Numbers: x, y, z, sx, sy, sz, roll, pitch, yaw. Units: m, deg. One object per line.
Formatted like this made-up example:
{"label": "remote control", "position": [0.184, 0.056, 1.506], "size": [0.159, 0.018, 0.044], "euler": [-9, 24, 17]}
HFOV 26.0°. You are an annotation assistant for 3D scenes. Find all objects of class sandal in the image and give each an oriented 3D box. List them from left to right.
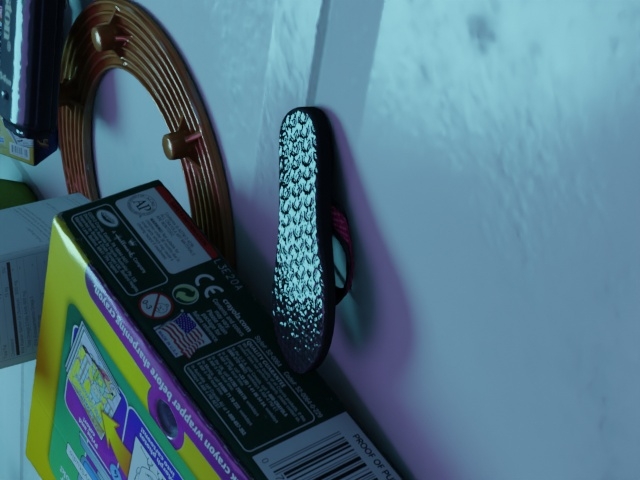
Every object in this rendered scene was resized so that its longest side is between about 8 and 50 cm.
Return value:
{"label": "sandal", "position": [0.000, 0.000, 0.928], "size": [0.067, 0.040, 0.179], "euler": [0, 88, 55]}

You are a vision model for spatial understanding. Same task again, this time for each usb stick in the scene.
{"label": "usb stick", "position": [-0.251, -0.228, 1.207], "size": [0.077, 0.045, 0.278], "euler": [27, 118, 45]}

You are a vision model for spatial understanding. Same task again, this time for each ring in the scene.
{"label": "ring", "position": [-0.167, -0.041, 1.201], "size": [0.336, 0.032, 0.336], "euler": [35, 133, 49]}

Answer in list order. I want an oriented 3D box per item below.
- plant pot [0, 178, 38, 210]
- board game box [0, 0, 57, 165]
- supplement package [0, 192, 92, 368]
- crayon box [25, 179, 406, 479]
{"label": "plant pot", "position": [-0.437, 0.032, 1.436], "size": [0.275, 0.294, 0.274], "euler": [35, 133, 49]}
{"label": "board game box", "position": [-0.369, -0.185, 1.349], "size": [0.243, 0.042, 0.165], "euler": [20, 127, 17]}
{"label": "supplement package", "position": [-0.265, 0.038, 1.192], "size": [0.105, 0.179, 0.105], "euler": [32, 130, 52]}
{"label": "crayon box", "position": [-0.089, 0.190, 1.066], "size": [0.363, 0.106, 0.313], "euler": [49, 143, 28]}
